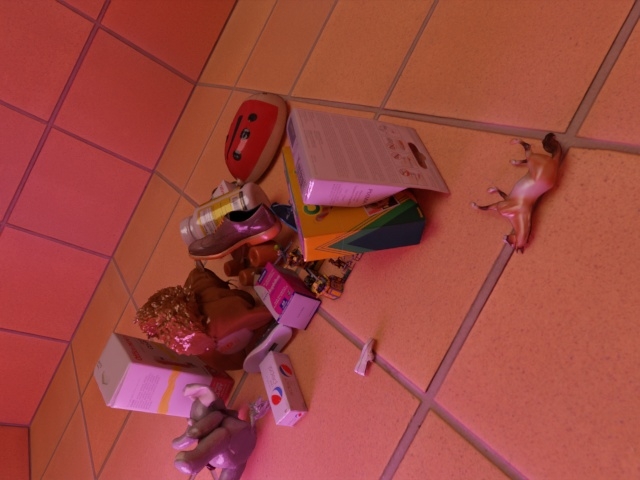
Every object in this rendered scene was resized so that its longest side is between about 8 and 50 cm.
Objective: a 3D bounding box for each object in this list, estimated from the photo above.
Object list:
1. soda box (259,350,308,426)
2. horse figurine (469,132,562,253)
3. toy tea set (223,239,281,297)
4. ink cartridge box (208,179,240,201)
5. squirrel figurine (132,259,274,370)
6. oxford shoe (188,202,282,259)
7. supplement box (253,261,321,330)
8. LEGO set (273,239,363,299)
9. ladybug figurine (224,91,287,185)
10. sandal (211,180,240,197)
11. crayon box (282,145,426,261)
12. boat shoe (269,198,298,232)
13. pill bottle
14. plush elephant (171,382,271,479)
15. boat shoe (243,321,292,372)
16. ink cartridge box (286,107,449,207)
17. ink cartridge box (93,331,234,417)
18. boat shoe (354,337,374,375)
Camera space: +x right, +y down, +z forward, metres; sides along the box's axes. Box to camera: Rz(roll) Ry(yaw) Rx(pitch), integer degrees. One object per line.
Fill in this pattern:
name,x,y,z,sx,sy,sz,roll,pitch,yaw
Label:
soda box,-0.114,0.438,1.385,0.074,0.069,0.216,-51,39,19
horse figurine,0.448,-0.123,1.027,0.263,0.066,0.174,-58,32,13
toy tea set,-0.242,0.081,1.735,0.336,0.124,0.199,17,113,50
ink cartridge box,-0.428,-0.094,2.019,0.278,0.117,0.201,-52,39,16
squirrel figurine,-0.408,0.223,1.579,0.370,0.397,0.280,49,121,39
oxford shoe,-0.323,-0.037,1.636,0.364,0.132,0.129,-20,32,13
supplement box,-0.111,0.174,1.494,0.111,0.114,0.220,-60,36,8
LEGO set,0.000,0.000,1.389,0.331,0.192,0.255,-54,38,15
ladybug figurine,-0.298,-0.455,2.027,0.305,0.162,0.448,-3,69,49
sandal,-0.436,-0.223,2.166,0.180,0.049,0.072,-18,61,27
crayon box,0.076,-0.130,1.282,0.106,0.314,0.362,93,166,-48
boat shoe,-0.075,-0.079,1.621,0.258,0.109,0.089,35,91,36
pill bottle,-0.366,-0.080,1.799,0.334,0.188,0.187,-22,52,16
plush elephant,-0.338,0.583,1.424,0.256,0.271,0.330,9,48,39
boat shoe,-0.173,0.336,1.512,0.228,0.080,0.076,-53,21,20
ink cartridge box,0.118,-0.217,1.259,0.091,0.386,0.308,113,152,-42
ink cartridge box,-0.544,0.474,1.619,0.279,0.385,0.160,18,85,53
boat shoe,0.124,0.303,1.208,0.035,0.035,0.100,22,83,26
